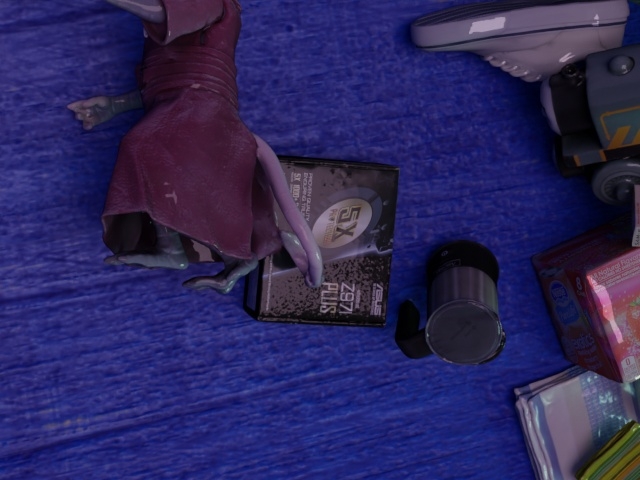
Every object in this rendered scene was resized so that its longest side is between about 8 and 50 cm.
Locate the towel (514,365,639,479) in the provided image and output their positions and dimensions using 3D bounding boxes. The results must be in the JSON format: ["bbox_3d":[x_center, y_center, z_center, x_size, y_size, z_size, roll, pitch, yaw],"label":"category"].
[{"bbox_3d":[0.383,0.229,1.677,0.285,0.034,0.209,-20,102,-13],"label":"towel"}]

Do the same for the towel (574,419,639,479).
[{"bbox_3d":[0.422,0.314,1.648,0.237,0.021,0.102,37,107,-15],"label":"towel"}]

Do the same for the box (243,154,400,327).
[{"bbox_3d":[0.000,0.000,1.516,0.147,0.077,0.180,4,95,-17],"label":"box"}]

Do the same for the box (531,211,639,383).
[{"bbox_3d":[0.422,0.034,1.603,0.299,0.154,0.142,-23,102,-11],"label":"box"}]

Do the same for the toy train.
[{"bbox_3d":[0.406,-0.150,1.508,0.333,0.142,0.190,-9,139,22],"label":"toy train"}]

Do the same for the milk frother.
[{"bbox_3d":[0.168,0.098,1.546,0.143,0.135,0.129,37,117,-14],"label":"milk frother"}]

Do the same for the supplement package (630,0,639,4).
[{"bbox_3d":[0.441,-0.357,1.538,0.262,0.198,0.199,17,91,-17],"label":"supplement package"}]

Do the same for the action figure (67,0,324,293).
[{"bbox_3d":[-0.122,-0.147,1.358,0.275,0.248,0.370,3,77,-4],"label":"action figure"}]

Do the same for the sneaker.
[{"bbox_3d":[0.228,-0.221,1.549,0.258,0.094,0.091,-7,108,-10],"label":"sneaker"}]

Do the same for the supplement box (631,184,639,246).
[{"bbox_3d":[0.390,-0.025,1.503,0.098,0.036,0.062,3,53,9],"label":"supplement box"}]
